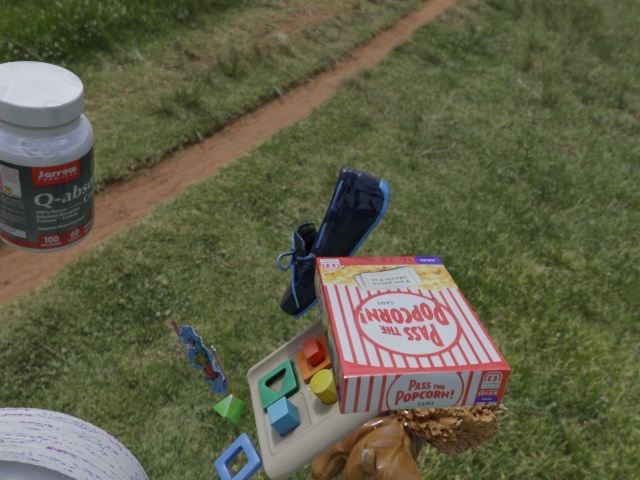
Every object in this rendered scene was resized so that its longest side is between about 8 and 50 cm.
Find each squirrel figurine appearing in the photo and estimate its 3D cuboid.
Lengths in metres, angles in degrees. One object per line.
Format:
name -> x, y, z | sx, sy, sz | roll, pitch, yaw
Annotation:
squirrel figurine -> 0.151, 0.374, 1.022 | 0.281, 0.397, 0.370 | 49, 5, -2

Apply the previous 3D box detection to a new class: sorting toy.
sorting toy -> -0.026, 0.207, 0.738 | 0.347, 0.047, 0.196 | -36, 35, 5

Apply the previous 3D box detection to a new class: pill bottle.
pill bottle -> -0.586, -0.166, 1.081 | 0.210, 0.363, 0.210 | 12, 42, -11

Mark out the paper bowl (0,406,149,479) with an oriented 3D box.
paper bowl -> -0.308, 0.319, 0.490 | 0.284, 0.285, 0.148 | 6, 12, -13

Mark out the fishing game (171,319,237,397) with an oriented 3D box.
fishing game -> -0.280, 0.282, 1.198 | 0.041, 0.189, 0.264 | -30, 25, -29

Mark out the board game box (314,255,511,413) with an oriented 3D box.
board game box -> 0.077, 0.083, 0.519 | 0.146, 0.045, 0.193 | -1, 29, -9

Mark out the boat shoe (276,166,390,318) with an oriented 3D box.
boat shoe -> 0.000, 0.000, 0.750 | 0.089, 0.258, 0.109 | 29, 23, -10
